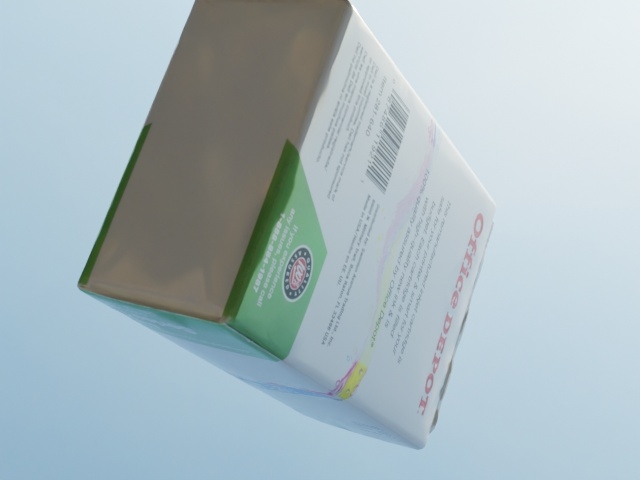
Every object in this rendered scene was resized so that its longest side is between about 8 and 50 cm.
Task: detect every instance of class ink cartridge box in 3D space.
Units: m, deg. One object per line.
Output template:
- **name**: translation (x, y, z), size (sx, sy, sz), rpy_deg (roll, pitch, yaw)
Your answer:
- **ink cartridge box**: translation (0.000, 0.000, 0.684), size (0.117, 0.278, 0.201), rpy_deg (9, -109, 32)
